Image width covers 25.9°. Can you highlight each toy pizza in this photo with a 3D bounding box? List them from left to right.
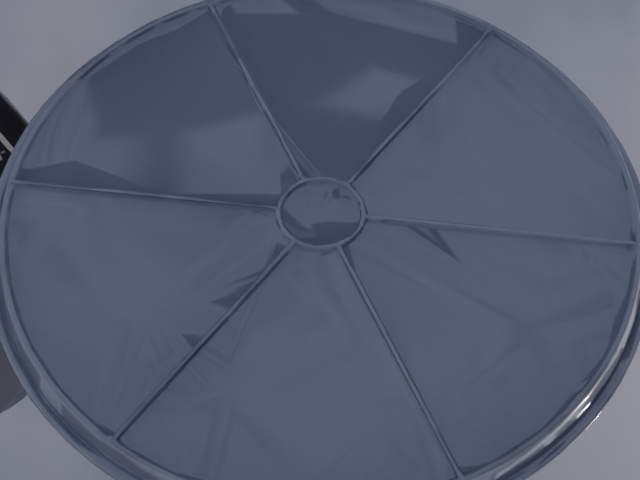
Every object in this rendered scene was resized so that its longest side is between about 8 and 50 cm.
[{"bbox_3d":[0.000,0.000,0.428,0.201,0.032,0.201,0,-124,0],"label":"toy pizza"}]

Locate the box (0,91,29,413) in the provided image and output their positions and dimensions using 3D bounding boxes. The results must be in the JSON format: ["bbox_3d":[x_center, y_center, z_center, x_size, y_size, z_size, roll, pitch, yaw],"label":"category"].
[{"bbox_3d":[-0.298,-0.006,0.564,0.294,0.183,0.296,49,-129,8],"label":"box"}]
